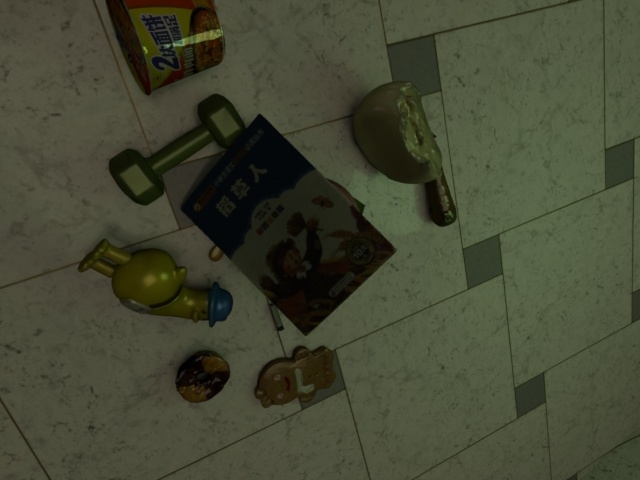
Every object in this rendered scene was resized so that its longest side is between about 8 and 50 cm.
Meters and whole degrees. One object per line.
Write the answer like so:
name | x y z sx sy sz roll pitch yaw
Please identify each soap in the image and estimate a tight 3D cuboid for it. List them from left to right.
soap | -0.251 0.013 1.066 0.034 0.012 0.089 31 91 -25

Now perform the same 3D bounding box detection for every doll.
doll | -0.367 0.114 0.993 0.200 0.145 0.363 -30 131 31

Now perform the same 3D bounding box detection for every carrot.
carrot | 0.336 -0.184 1.230 0.078 0.078 0.297 -20 104 -16

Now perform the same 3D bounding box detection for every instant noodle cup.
instant noodle cup | -0.301 -0.416 0.838 0.174 0.213 0.213 -26 112 -23

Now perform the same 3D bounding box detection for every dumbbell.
dumbbell | -0.311 -0.201 0.935 0.302 0.121 0.108 -37 143 -11

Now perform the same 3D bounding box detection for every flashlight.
flashlight | -0.121 0.212 1.168 0.019 0.018 0.083 -22 111 -17

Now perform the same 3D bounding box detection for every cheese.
cheese | 0.202 -0.264 1.066 0.127 0.233 0.266 -45 118 -18

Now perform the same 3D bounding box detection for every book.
book | -0.082 -0.029 0.955 0.428 0.039 0.300 45 106 4

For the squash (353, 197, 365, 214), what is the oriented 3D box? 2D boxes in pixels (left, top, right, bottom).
squash | 0.000 0.000 1.115 0.203 0.111 0.288 27 94 -24

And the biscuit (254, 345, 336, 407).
biscuit | -0.072 0.399 1.229 0.249 0.035 0.184 -10 107 -19

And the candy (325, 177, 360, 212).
candy | -0.028 -0.040 1.012 0.256 0.094 0.255 2 98 15

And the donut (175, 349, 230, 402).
donut | -0.310 0.350 1.106 0.141 0.059 0.140 -6 105 -21
